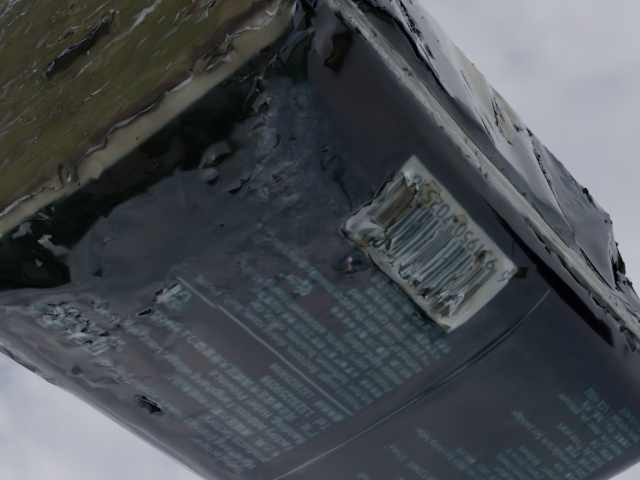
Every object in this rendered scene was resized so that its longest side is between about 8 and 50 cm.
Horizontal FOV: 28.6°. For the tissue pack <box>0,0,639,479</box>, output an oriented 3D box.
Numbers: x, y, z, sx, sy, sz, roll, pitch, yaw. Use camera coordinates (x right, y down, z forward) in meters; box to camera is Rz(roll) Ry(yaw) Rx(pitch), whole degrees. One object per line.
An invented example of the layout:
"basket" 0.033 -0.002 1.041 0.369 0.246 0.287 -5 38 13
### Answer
"tissue pack" 0.000 0.000 0.741 0.264 0.416 0.253 -36 -143 17
